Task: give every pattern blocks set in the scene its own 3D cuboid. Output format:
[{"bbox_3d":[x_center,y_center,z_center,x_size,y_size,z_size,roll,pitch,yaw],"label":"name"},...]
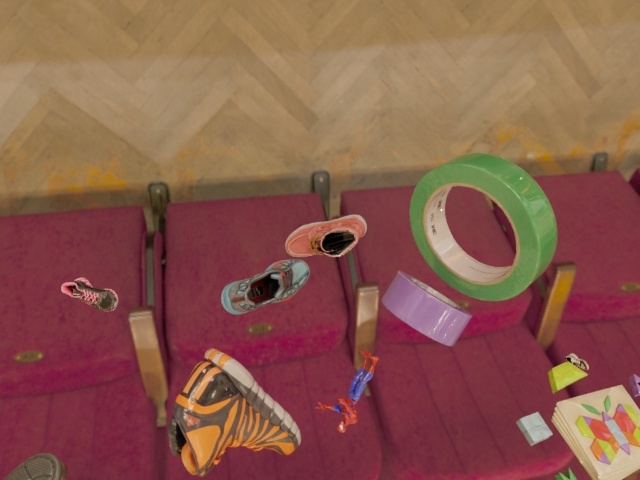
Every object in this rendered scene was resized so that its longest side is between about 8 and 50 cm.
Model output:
[{"bbox_3d":[0.529,0.350,0.946,0.324,0.285,0.026,-21,148,-29],"label":"pattern blocks set"}]

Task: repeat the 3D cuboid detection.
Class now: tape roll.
[{"bbox_3d":[0.234,0.149,1.154,0.189,0.189,0.080,26,98,-26],"label":"tape roll"},{"bbox_3d":[0.342,-0.026,1.130,0.077,0.321,0.321,-30,132,-33],"label":"tape roll"}]

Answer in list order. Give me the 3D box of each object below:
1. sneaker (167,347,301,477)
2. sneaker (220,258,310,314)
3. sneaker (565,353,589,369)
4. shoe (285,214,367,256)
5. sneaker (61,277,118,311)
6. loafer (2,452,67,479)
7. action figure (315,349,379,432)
[{"bbox_3d":[-0.165,0.349,0.942,0.180,0.124,0.321,-54,131,-26],"label":"sneaker"},{"bbox_3d":[-0.111,0.117,1.299,0.262,0.125,0.104,-25,96,-39],"label":"sneaker"},{"bbox_3d":[0.857,0.411,1.736,0.037,0.083,0.032,-16,110,-14],"label":"sneaker"},{"bbox_3d":[0.000,0.000,1.003,0.178,0.081,0.064,-17,104,22],"label":"shoe"},{"bbox_3d":[-0.450,0.106,1.005,0.119,0.057,0.047,17,89,17],"label":"sneaker"},{"bbox_3d":[-0.435,0.430,0.711,0.096,0.268,0.084,14,151,22],"label":"loafer"},{"bbox_3d":[0.088,0.508,1.755,0.139,0.091,0.280,19,86,-25],"label":"action figure"}]
